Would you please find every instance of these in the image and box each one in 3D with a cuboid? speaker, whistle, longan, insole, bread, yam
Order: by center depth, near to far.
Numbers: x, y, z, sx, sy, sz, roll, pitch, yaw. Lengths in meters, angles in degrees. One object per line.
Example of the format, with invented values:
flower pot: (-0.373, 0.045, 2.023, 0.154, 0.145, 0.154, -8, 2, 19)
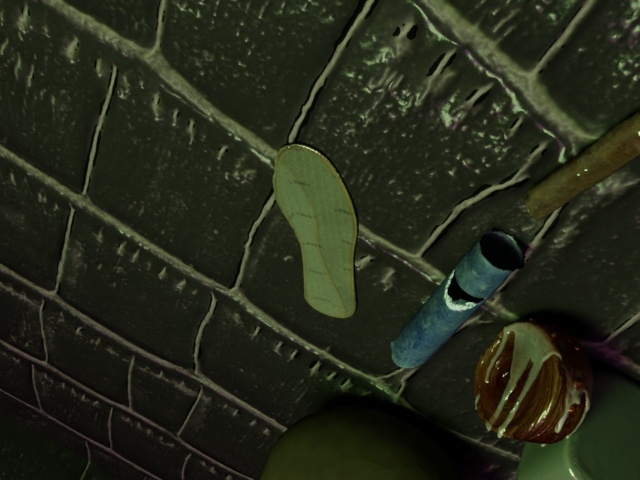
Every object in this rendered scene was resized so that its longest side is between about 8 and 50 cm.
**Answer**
yam: (0.312, -0.103, 0.738, 0.327, 0.045, 0.045, -40, 73, 54)
bread: (0.273, 0.182, 1.007, 0.073, 0.160, 0.160, 18, 149, -25)
whistle: (0.173, 0.090, 1.046, 0.062, 0.062, 0.304, 29, 143, 0)
speaker: (0.480, 0.358, 1.066, 0.406, 0.183, 0.184, 28, 149, 2)
insole: (0.000, 0.000, 1.095, 0.119, 0.009, 0.348, 14, 141, 19)
longan: (0.066, 0.454, 1.327, 0.361, 0.361, 0.361, 18, 142, 15)
